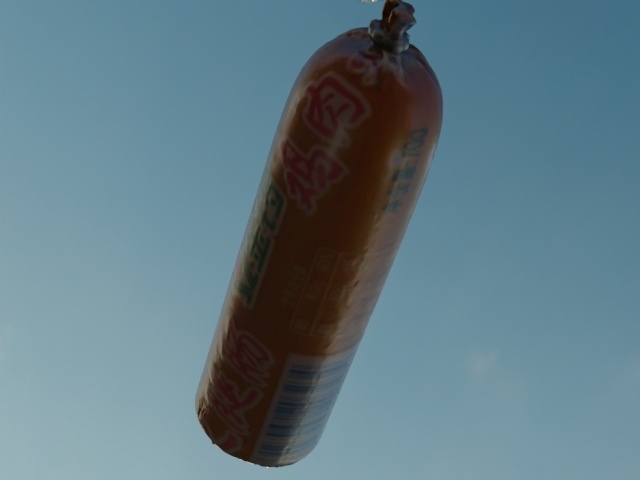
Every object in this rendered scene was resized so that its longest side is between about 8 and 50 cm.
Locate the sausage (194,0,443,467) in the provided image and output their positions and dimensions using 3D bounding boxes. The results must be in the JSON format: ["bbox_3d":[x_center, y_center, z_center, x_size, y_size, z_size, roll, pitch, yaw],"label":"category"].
[{"bbox_3d":[0.000,0.000,0.663,0.093,0.093,0.312,34,-51,19],"label":"sausage"}]

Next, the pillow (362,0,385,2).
[{"bbox_3d":[0.094,-0.234,0.720,0.141,0.208,0.055,-4,-35,30],"label":"pillow"}]
